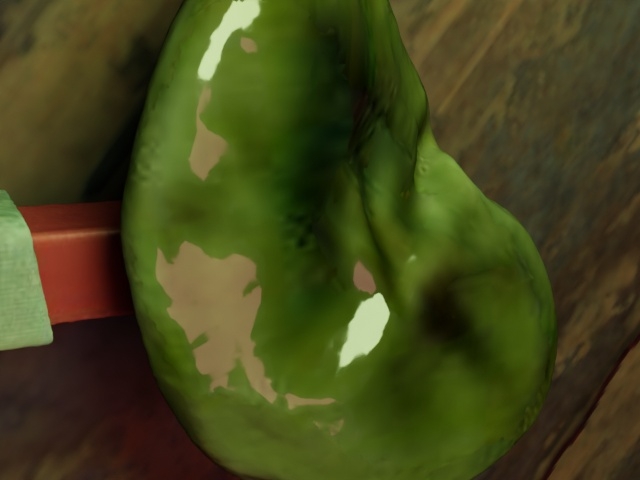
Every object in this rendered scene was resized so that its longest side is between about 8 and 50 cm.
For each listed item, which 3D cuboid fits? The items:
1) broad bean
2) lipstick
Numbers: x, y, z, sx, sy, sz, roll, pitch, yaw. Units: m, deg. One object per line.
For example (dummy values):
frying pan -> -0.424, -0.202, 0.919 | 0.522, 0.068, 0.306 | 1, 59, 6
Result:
broad bean -> 0.003, 0.000, 0.449 | 0.206, 0.072, 0.153 | 51, 51, -39
lipstick -> -0.155, 0.013, 0.347 | 0.312, 0.051, 0.051 | -6, 119, -40
